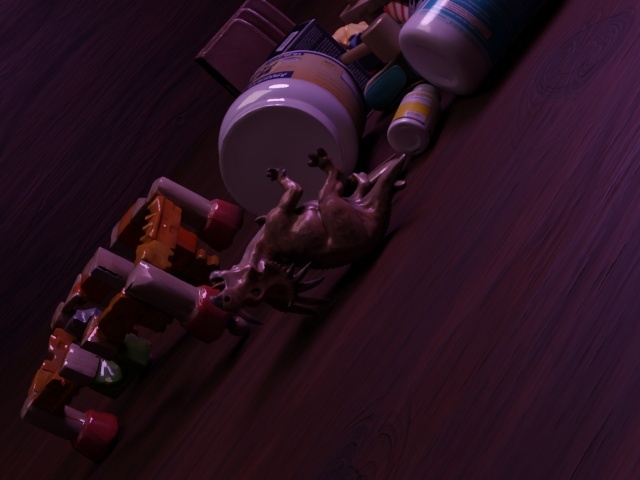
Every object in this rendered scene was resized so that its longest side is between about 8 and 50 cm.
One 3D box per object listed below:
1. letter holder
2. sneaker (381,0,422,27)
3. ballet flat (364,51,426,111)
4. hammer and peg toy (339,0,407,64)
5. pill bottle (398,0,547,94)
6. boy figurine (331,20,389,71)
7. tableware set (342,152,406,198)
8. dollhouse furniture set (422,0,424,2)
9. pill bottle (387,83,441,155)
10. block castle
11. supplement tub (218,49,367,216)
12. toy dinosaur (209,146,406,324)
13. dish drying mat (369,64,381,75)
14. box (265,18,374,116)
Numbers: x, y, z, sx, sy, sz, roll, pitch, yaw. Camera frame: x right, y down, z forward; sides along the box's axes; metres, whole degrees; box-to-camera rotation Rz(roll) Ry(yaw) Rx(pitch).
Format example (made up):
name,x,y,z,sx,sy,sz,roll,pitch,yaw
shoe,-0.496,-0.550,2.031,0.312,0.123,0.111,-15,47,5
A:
name,x,y,z,sx,sy,sz,roll,pitch,yaw
letter holder,-0.086,-0.370,2.014,0.214,0.302,0.152,-48,16,-1
sneaker,0.173,-0.542,1.956,0.124,0.178,0.295,-50,16,-6
ballet flat,0.169,-0.312,1.629,0.248,0.086,0.086,-31,24,50
hammer and peg toy,0.131,-0.444,1.537,0.361,0.127,0.266,-53,20,-21
pill bottle,0.247,-0.357,1.384,0.264,0.146,0.146,-51,16,-9
boy figurine,0.094,-0.409,1.935,0.177,0.092,0.285,-5,15,-7
tableware set,0.050,-0.052,1.393,0.194,0.039,0.128,-37,6,16
dollhouse furniture set,0.271,-0.403,1.651,0.151,0.123,0.144,7,49,28
pill bottle,0.146,-0.186,1.399,0.065,0.065,0.116,-33,21,43
block castle,-0.298,0.140,1.569,0.453,0.213,0.303,-46,26,32
supplement tub,-0.044,-0.179,1.559,0.228,0.228,0.316,-42,13,21
toy dinosaur,0.000,0.000,1.239,0.296,0.127,0.200,-21,58,8
dish drying mat,0.130,-0.388,2.023,0.083,0.008,0.032,-55,18,-21
box,0.009,-0.322,1.823,0.108,0.207,0.153,-49,17,-2
